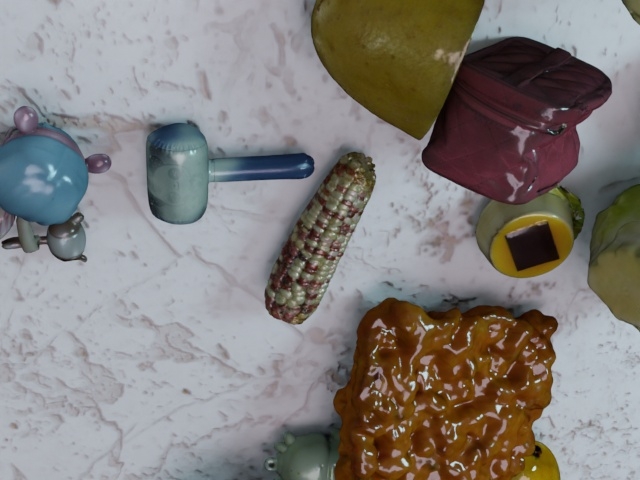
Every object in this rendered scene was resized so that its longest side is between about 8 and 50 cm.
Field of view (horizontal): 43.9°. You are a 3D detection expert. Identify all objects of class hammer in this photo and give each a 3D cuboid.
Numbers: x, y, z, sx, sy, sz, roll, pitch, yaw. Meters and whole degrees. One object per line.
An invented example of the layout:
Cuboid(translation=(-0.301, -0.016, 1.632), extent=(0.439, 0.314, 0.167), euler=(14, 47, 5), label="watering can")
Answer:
Cuboid(translation=(-0.100, -0.079, 0.907), extent=(0.194, 0.069, 0.116), euler=(-5, 124, -17), label="hammer")

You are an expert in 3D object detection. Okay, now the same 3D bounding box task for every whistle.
Cuboid(translation=(0.035, 0.338, 1.204), extent=(0.244, 0.092, 0.110), euler=(2, 92, -11), label="whistle")

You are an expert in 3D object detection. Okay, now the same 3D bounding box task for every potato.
Cuboid(translation=(0.071, -0.221, 0.805), extent=(0.158, 0.178, 0.203), euler=(21, 139, -7), label="potato")

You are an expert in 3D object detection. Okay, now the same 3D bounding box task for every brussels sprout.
Cuboid(translation=(0.478, 0.028, 1.001), extent=(0.317, 0.274, 0.242), euler=(-17, 85, -5), label="brussels sprout")

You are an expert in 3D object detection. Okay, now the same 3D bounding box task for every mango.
Cuboid(translation=(0.323, 0.431, 1.339), extent=(0.157, 0.109, 0.262), euler=(-11, 131, -19), label="mango")

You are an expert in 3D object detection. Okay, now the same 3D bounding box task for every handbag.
Cuboid(translation=(0.216, -0.137, 0.858), extent=(0.225, 0.146, 0.135), euler=(-28, 142, -51), label="handbag")

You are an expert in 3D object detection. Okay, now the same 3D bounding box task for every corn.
Cuboid(translation=(0.000, 0.000, 0.976), extent=(0.079, 0.079, 0.237), euler=(17, 117, -24), label="corn")

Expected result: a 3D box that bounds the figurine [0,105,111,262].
Cuboid(translation=(-0.334, -0.018, 0.862), extent=(0.260, 0.103, 0.205), euler=(-35, 124, 22), label="figurine")

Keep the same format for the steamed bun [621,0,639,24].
Cuboid(translation=(0.369, -0.347, 0.730), extent=(0.166, 0.232, 0.273), euler=(9, 134, 29), label="steamed bun")

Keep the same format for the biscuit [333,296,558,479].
Cuboid(translation=(0.176, 0.236, 1.123), extent=(0.312, 0.110, 0.318), euler=(5, 100, -20), label="biscuit")

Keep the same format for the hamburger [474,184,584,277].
Cuboid(translation=(0.273, -0.018, 1.035), extent=(0.141, 0.081, 0.126), euler=(-34, 124, 24), label="hamburger")
